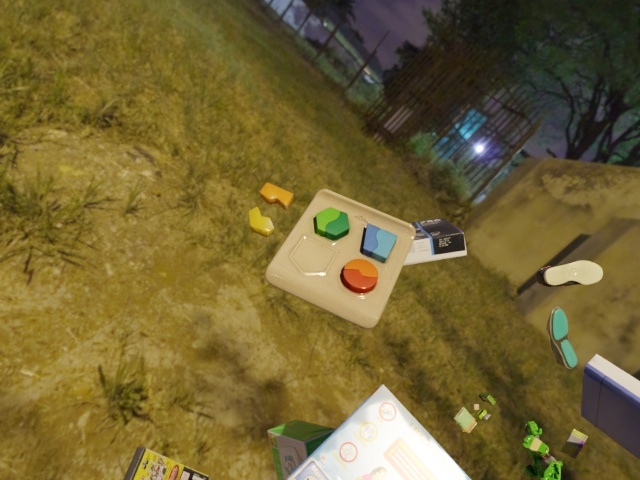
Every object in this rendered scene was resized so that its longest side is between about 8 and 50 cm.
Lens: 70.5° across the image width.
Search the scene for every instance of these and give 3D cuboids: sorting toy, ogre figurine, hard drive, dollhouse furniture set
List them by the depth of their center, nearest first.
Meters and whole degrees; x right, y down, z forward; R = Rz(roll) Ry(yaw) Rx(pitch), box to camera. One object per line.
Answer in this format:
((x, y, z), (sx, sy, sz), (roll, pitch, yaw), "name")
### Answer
((0.555, 0.328, 0.679), (0.318, 0.040, 0.210), (40, -15, 46), "hard drive")
((0.000, 0.000, 0.825), (0.307, 0.229, 0.041), (24, -32, 10), "sorting toy")
((0.610, 0.613, 1.233), (0.197, 0.097, 0.118), (55, -9, 48), "ogre figurine")
((0.562, 0.624, 1.636), (0.076, 0.151, 0.058), (50, -16, -5), "dollhouse furniture set")

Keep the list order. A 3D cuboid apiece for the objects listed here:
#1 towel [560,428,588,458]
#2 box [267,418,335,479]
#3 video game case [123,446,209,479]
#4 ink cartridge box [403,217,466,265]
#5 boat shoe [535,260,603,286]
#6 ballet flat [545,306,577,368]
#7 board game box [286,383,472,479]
((0.776, 0.623, 1.387), (0.060, 0.083, 0.009), (29, 2, -10), "towel")
((-0.041, 0.720, 1.452), (0.126, 0.262, 0.231), (-7, 82, -33), "box")
((-0.431, 0.719, 1.176), (0.248, 0.035, 0.275), (47, 42, -35), "video game case")
((0.272, -0.007, 1.225), (0.333, 0.165, 0.065), (-68, 147, -81), "ink cartridge box")
((0.505, 0.068, 0.919), (0.042, 0.133, 0.049), (138, -53, -80), "boat shoe")
((0.749, 0.307, 1.435), (0.213, 0.072, 0.068), (69, -18, -10), "ballet flat")
((0.136, 0.545, 1.011), (0.308, 0.302, 0.086), (46, -21, 17), "board game box")
